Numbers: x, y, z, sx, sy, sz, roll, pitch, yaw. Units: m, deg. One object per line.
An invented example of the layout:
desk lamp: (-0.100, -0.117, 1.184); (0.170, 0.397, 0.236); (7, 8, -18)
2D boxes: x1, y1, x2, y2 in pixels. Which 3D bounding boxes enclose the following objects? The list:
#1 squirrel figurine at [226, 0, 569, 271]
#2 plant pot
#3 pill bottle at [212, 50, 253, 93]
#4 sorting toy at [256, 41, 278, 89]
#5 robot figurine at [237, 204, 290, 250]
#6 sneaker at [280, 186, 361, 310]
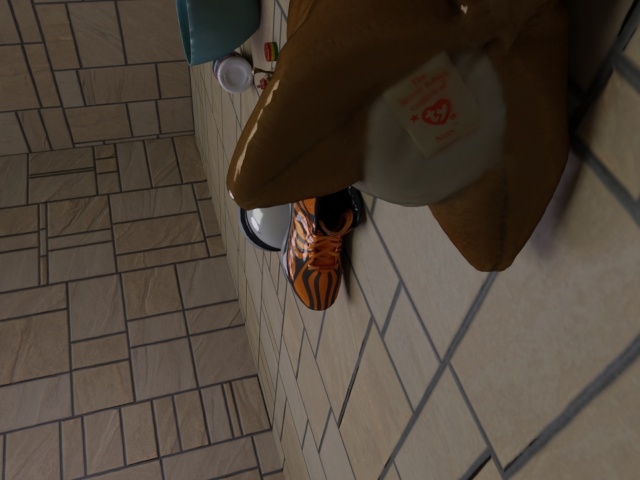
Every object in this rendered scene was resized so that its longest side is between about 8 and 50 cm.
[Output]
squirrel figurine: (0.072, -0.232, 0.553); (0.370, 0.281, 0.397); (-103, 26, -51)
plant pot: (-0.270, -0.620, 1.527); (0.290, 0.195, 0.290); (171, 90, -75)
pill bottle: (-0.275, -0.524, 1.769); (0.180, 0.108, 0.108); (-124, 29, -57)
sorting toy: (-0.130, -0.354, 1.472); (0.132, 0.046, 0.275); (-155, 56, -72)
robot figurine: (-0.090, -0.062, 1.284); (0.278, 0.209, 0.174); (169, 108, -75)
sneaker: (0.000, 0.000, 1.080); (0.180, 0.124, 0.321); (-140, 43, -68)
